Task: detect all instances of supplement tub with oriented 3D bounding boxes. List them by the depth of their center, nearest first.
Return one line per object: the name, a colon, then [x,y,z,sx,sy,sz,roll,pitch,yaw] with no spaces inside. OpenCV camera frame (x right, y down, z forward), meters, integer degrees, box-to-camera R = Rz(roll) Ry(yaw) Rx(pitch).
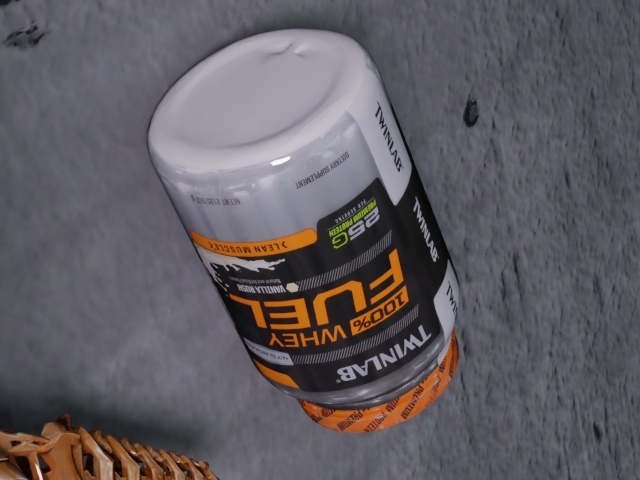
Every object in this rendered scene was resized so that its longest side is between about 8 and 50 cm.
supplement tub: [0.000,0.000,0.807,0.117,0.117,0.190,-53,135,-33]

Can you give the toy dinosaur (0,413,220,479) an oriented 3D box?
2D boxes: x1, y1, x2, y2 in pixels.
toy dinosaur: [-0.151,0.146,0.621,0.322,0.164,0.218,-15,93,-29]
